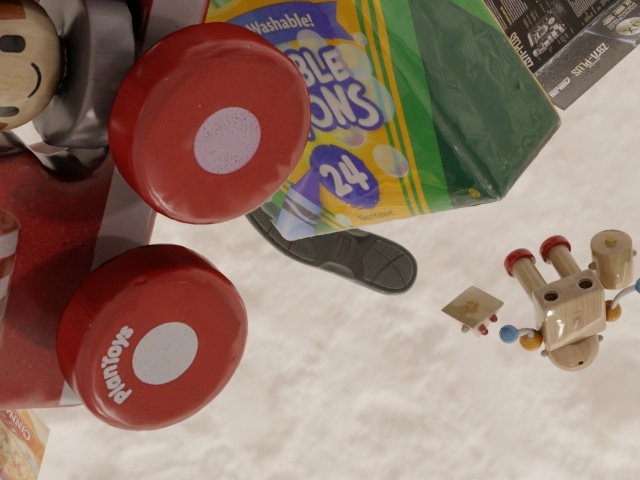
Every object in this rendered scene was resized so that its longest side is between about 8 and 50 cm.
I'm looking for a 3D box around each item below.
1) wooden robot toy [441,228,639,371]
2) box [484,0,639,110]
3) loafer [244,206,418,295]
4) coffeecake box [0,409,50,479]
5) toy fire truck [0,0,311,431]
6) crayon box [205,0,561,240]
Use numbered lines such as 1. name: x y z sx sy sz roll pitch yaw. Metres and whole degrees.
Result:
1. wooden robot toy: 0.166 0.046 0.997 0.173 0.076 0.079 -18 129 -6
2. box: 0.249 -0.252 1.582 0.147 0.077 0.180 -43 47 24
3. loafer: 0.000 0.000 2.044 0.267 0.084 0.096 30 78 -11
4. coffeecake box: -0.366 0.221 1.620 0.068 0.185 0.142 -26 117 15
5. toy fire truck: -0.165 -0.035 0.777 0.169 0.254 0.302 43 125 45
6. crayon box: -0.031 -0.153 0.896 0.203 0.083 0.323 -11 122 52
